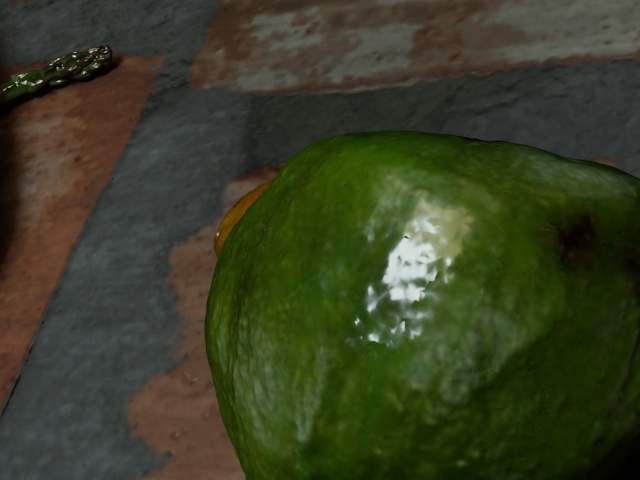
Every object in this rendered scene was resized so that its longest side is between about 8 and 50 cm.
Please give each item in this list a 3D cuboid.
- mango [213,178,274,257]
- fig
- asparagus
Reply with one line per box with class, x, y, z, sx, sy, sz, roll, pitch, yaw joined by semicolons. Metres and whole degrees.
mango;0.000;0.000;0.676;0.114;0.060;0.080;3;40;33
fig;0.045;0.080;0.522;0.203;0.203;0.235;8;82;33
asparagus;-0.253;-0.084;0.909;0.248;0.024;0.025;-23;89;10
